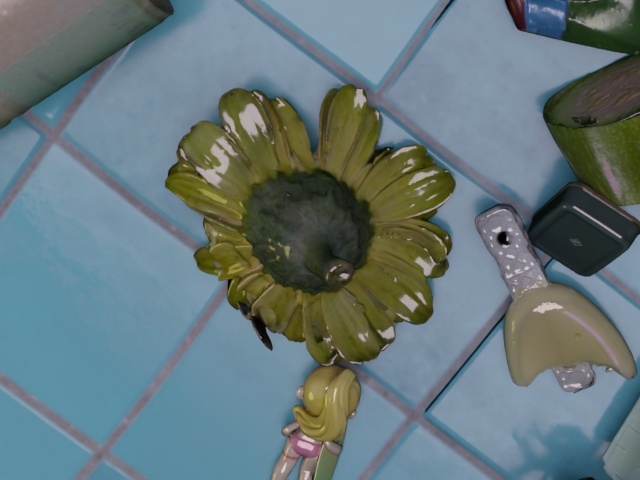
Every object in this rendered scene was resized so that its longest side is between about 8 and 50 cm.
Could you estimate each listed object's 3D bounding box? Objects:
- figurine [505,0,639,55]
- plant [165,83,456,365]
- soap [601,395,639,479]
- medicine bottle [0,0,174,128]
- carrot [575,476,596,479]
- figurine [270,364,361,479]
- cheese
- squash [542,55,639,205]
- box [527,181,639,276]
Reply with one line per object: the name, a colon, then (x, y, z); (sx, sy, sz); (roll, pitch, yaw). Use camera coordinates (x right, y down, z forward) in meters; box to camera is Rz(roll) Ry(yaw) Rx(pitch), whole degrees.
figurine: (0.286, -0.312, 1.537); (0.185, 0.127, 0.234); (14, 110, 10)
plant: (-0.015, 0.017, 1.576); (0.306, 0.297, 0.261); (15, 132, -14)
soap: (0.412, 0.166, 1.576); (0.094, 0.150, 0.261); (24, 101, -34)
medicine bottle: (-0.377, -0.214, 1.536); (0.406, 0.236, 0.235); (-31, 96, 8)
carrot: (0.315, 0.394, 1.608); (0.193, 0.214, 0.331); (-20, 101, -11)
figurine: (-0.005, 0.210, 1.664); (0.083, 0.083, 0.187); (26, 110, 0)
cheese: (0.231, 0.064, 1.615); (0.127, 0.050, 0.235); (-22, 110, 15)
squash: (0.314, -0.111, 1.546); (0.170, 0.170, 0.123); (-15, 110, 7)
box: (0.267, -0.008, 1.580); (0.091, 0.126, 0.031); (33, 67, -3)
